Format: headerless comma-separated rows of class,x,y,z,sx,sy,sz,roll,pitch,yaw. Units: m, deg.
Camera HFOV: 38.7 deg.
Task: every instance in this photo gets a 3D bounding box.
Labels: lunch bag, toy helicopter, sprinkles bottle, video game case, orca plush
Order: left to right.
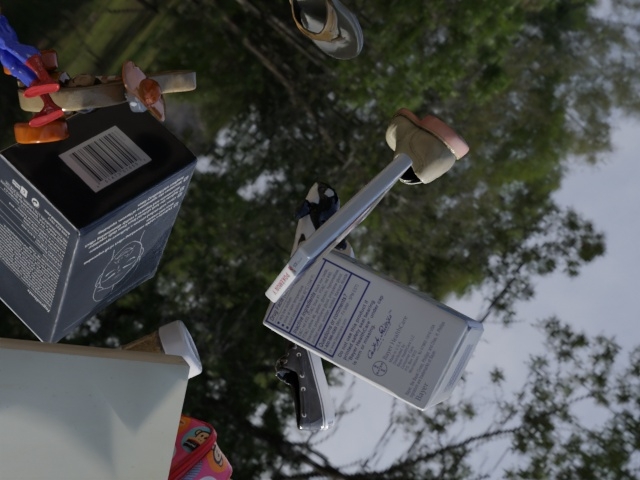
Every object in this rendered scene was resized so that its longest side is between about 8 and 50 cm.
sprinkles bottle,-0.426,0.284,1.866,0.355,0.121,0.121,-23,-160,-4
lunch bag,-0.312,0.379,1.433,0.293,0.120,0.258,3,-149,43
toy helicopter,-0.320,-0.251,1.489,0.235,0.140,0.355,3,-164,33
orca plush,0.000,0.000,1.871,0.102,0.151,0.287,7,-138,18
video game case,0.022,-0.014,1.188,0.201,0.023,0.183,-42,176,-26

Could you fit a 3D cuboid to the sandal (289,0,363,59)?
sandal,-0.004,-0.286,1.138,0.072,0.180,0.049,-2,-123,25

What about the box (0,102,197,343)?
box,-0.445,-0.037,1.728,0.293,0.212,0.395,-39,166,-41

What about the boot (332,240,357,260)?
boot,0.059,0.079,1.990,0.069,0.086,0.190,-22,-140,4

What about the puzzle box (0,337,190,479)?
puzzle box,-0.390,0.260,1.164,0.052,0.409,0.272,27,-74,65

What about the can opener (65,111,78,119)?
can opener,-0.535,-0.234,1.949,0.186,0.059,0.073,-61,154,10

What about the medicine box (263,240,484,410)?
medicine box,0.094,0.135,1.465,0.149,0.289,0.263,-63,164,2

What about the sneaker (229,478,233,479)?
sneaker,-0.264,0.537,1.953,0.131,0.148,0.350,-62,-147,4

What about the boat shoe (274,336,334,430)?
boat shoe,-0.042,0.237,1.630,0.080,0.076,0.228,116,-37,-54

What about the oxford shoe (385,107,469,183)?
oxford shoe,0.211,-0.218,2.168,0.146,0.140,0.397,-49,-168,-1

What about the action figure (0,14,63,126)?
action figure,-0.469,-0.270,1.235,0.139,0.280,0.091,-22,153,-24
